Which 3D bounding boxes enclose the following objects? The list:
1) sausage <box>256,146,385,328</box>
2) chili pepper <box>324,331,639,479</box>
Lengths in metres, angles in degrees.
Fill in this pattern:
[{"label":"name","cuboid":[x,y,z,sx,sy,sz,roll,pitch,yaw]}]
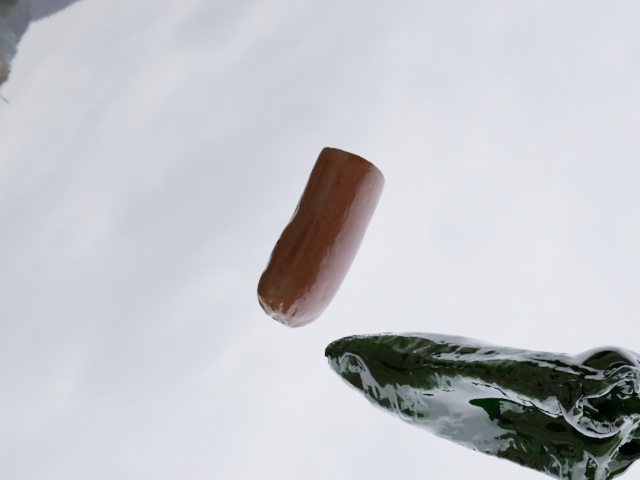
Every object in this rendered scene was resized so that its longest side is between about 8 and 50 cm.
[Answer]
[{"label":"sausage","cuboid":[0.000,0.000,0.919,0.113,0.113,0.259,11,-108,51]},{"label":"chili pepper","cuboid":[0.093,0.084,0.380,0.216,0.108,0.062,3,-128,34]}]
